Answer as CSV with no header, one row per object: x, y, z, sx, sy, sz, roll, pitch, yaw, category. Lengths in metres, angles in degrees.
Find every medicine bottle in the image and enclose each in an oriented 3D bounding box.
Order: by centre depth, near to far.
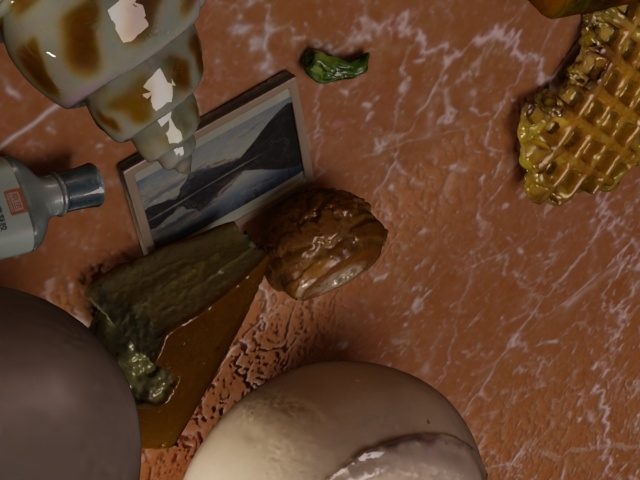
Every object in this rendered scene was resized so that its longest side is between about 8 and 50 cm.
-0.290,-0.026,1.411,0.208,0.090,0.054,-17,174,-33,medicine bottle

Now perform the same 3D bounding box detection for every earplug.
-0.352,0.184,1.358,0.394,0.312,0.312,-6,125,-44,earplug

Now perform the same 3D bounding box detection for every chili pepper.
0.016,-0.174,1.612,0.091,0.030,0.034,-2,97,-44,chili pepper

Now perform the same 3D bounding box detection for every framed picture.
-0.099,-0.066,1.603,0.203,0.015,0.150,-31,138,-20,framed picture

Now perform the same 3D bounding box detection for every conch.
-0.201,-0.220,1.189,0.197,0.368,0.249,-50,180,22,conch

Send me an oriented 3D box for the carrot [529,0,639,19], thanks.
0.355,-0.313,1.748,0.302,0.114,0.114,-15,130,-31,carrot

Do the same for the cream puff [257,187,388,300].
-0.004,-0.001,1.669,0.126,0.103,0.144,-42,166,31,cream puff

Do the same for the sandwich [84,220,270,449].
-0.157,0.086,1.578,0.128,0.122,0.235,14,109,-52,sandwich

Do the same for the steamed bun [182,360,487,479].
-0.005,0.288,1.798,0.374,0.241,0.374,-24,139,-23,steamed bun

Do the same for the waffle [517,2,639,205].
0.332,-0.162,1.893,0.291,0.051,0.291,-26,136,-29,waffle
